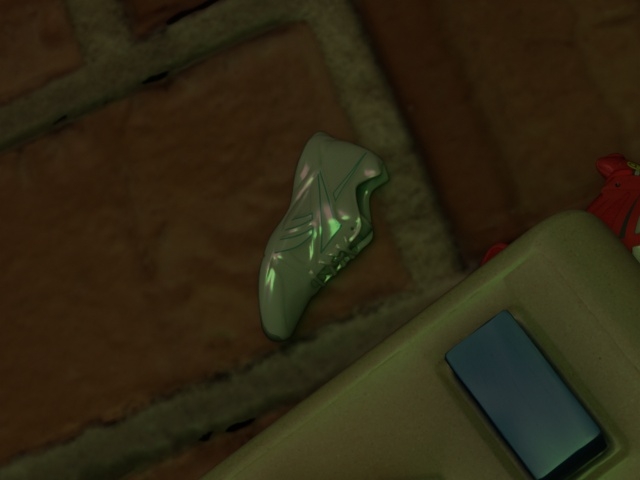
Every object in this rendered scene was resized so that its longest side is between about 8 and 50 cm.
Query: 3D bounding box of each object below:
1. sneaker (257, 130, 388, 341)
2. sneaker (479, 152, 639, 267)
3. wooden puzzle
[{"bbox_3d":[0.000,0.000,1.326,0.061,0.054,0.152,16,78,16],"label":"sneaker"},{"bbox_3d":[0.227,-0.014,1.242,0.279,0.107,0.118,-26,64,6],"label":"sneaker"},{"bbox_3d":[0.112,0.186,1.107,0.348,0.080,0.322,-35,69,-4],"label":"wooden puzzle"}]
